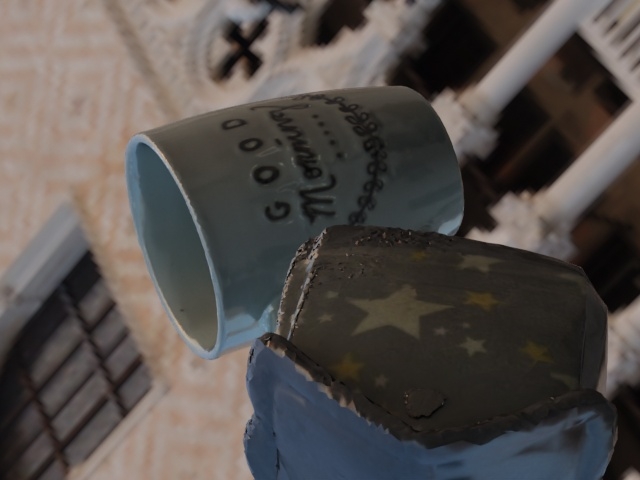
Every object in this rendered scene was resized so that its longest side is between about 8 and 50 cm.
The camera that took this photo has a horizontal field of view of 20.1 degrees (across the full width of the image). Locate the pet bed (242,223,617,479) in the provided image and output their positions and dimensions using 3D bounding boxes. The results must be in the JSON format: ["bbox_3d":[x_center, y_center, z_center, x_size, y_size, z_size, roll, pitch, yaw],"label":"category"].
[{"bbox_3d":[0.054,0.121,0.911,0.183,0.211,0.159,10,-140,8],"label":"pet bed"}]

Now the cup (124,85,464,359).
[{"bbox_3d":[0.000,0.000,1.428,0.234,0.186,0.258,-18,-122,-18],"label":"cup"}]
